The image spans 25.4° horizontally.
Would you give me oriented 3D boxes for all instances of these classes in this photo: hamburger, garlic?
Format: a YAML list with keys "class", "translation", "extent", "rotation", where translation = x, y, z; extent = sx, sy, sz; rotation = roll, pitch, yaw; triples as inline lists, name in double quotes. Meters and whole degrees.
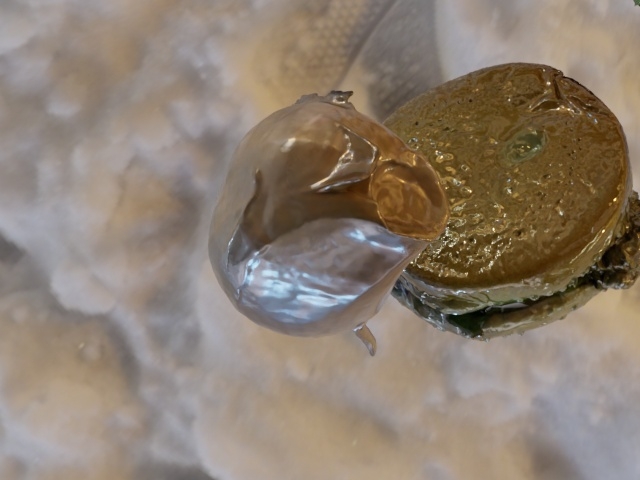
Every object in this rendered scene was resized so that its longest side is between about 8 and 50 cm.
- class: "hamburger"
  translation: [0.129, -0.017, 1.003]
  extent: [0.189, 0.215, 0.122]
  rotation: [-38, 139, -12]
- class: "garlic"
  translation: [-0.006, 0.004, 0.543]
  extent: [0.084, 0.066, 0.152]
  rotation: [37, 149, 7]

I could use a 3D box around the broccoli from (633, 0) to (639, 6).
- class: "broccoli"
  translation: [0.273, -0.245, 0.634]
  extent: [0.310, 0.413, 0.321]
  rotation: [35, 158, -12]
